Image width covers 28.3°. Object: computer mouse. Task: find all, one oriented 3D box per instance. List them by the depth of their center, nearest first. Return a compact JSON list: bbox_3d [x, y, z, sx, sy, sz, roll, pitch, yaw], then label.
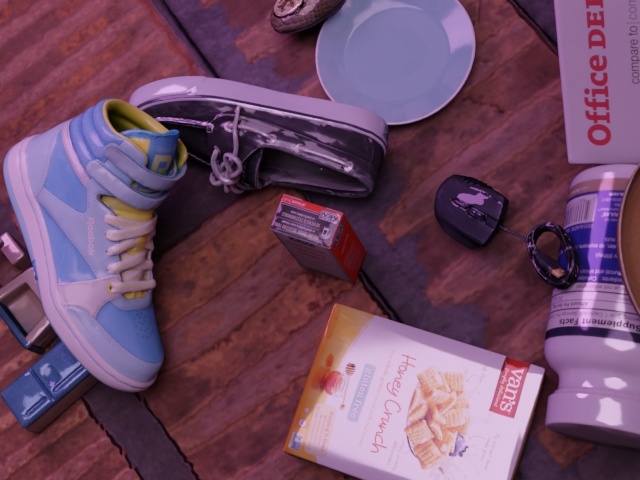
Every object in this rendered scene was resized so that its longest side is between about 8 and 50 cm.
[{"bbox_3d":[0.186,-0.013,1.323,0.242,0.041,0.071,35,100,55],"label":"computer mouse"}]

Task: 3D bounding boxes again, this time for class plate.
[{"bbox_3d":[0.087,-0.219,1.481,0.188,0.024,0.188,-3,74,11],"label":"plate"}]

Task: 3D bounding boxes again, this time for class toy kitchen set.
[{"bbox_3d":[-0.358,0.088,1.410,0.122,0.166,0.207,-41,70,-2],"label":"toy kitchen set"}]

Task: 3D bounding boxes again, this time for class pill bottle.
[{"bbox_3d":[0.308,0.069,1.279,0.153,0.153,0.265,8,76,14],"label":"pill bottle"}]

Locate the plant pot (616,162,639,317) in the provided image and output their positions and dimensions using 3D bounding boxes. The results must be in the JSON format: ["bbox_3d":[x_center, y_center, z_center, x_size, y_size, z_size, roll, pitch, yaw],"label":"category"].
[{"bbox_3d":[0.374,0.010,1.215,0.236,0.032,0.236,4,79,-23],"label":"plant pot"}]

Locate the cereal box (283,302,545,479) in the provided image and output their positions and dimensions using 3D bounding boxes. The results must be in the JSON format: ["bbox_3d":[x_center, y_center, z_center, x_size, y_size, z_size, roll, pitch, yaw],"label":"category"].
[{"bbox_3d":[0.100,0.183,1.345,0.240,0.047,0.173,16,78,16],"label":"cereal box"}]

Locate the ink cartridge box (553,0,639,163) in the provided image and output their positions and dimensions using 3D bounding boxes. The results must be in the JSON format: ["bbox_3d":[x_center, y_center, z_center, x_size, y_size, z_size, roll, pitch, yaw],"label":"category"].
[{"bbox_3d":[0.432,-0.229,1.236,0.394,0.285,0.166,1,39,19],"label":"ink cartridge box"}]

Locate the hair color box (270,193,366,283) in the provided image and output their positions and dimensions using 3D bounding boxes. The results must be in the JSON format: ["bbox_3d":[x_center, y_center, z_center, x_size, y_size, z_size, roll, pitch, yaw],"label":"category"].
[{"bbox_3d":[0.000,0.000,1.372,0.072,0.141,0.043,18,79,16],"label":"hair color box"}]

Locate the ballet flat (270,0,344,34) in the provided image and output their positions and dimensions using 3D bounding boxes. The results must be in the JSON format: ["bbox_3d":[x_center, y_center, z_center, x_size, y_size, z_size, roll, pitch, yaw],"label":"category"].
[{"bbox_3d":[0.031,-0.341,1.500,0.250,0.058,0.084,-42,47,-4],"label":"ballet flat"}]

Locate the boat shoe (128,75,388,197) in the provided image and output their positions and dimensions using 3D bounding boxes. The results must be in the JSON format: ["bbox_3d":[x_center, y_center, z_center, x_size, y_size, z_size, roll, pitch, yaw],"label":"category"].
[{"bbox_3d":[-0.081,-0.104,1.436,0.306,0.113,0.105,11,62,6],"label":"boat shoe"}]

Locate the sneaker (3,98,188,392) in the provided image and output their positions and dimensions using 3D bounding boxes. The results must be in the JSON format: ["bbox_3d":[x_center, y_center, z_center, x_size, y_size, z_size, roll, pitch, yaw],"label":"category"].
[{"bbox_3d":[-0.211,-0.008,1.383,0.208,0.127,0.319,-30,81,28],"label":"sneaker"}]
